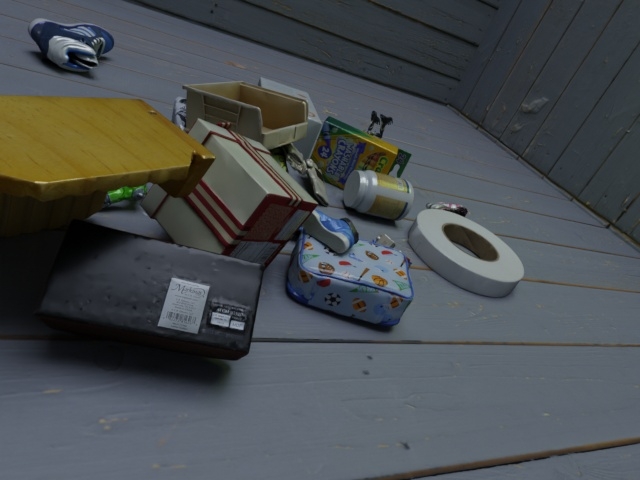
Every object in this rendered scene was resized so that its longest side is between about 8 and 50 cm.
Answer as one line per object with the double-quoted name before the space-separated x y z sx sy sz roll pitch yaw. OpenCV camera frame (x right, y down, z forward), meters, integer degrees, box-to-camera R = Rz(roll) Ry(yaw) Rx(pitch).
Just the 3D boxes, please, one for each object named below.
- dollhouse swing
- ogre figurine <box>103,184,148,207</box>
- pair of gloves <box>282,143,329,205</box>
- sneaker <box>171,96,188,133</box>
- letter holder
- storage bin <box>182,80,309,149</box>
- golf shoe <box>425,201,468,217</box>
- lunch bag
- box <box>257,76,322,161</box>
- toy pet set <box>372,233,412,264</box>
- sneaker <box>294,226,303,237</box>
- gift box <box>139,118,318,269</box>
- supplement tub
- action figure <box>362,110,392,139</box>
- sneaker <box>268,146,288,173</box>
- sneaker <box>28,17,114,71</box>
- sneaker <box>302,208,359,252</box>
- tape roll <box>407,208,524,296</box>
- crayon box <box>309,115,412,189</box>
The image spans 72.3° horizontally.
"dollhouse swing" -0.425 -0.058 0.718 0.315 0.305 0.347 37 32 23
"ogre figurine" -0.470 -0.148 1.040 0.118 0.097 0.197 3 23 -12
"pair of gloves" -0.049 -0.242 1.409 0.240 0.042 0.204 47 16 -36
"sneaker" -0.355 -0.337 1.368 0.210 0.137 0.366 8 31 -22
"letter holder" -0.276 0.108 0.751 0.301 0.214 0.152 15 63 -16
"storage bin" -0.200 -0.354 1.237 0.260 0.123 0.262 21 28 18
"golf shoe" 0.492 -0.121 1.696 0.186 0.067 0.086 2 36 -33
"lunch bag" 0.077 0.076 1.059 0.303 0.115 0.243 18 29 -9
"box" -0.147 -0.474 1.700 0.215 0.168 0.345 12 32 -20
"toy pet set" 0.193 0.037 1.273 0.122 0.065 0.114 45 1 26
"sneaker" 0.000 0.000 1.181 0.209 0.069 0.082 29 58 -4
"gift box" -0.195 -0.082 0.956 0.258 0.255 0.276 46 12 17
"supplement tub" 0.191 -0.152 1.457 0.199 0.144 0.144 12 33 -21
"action figure" 0.206 -0.403 1.844 0.164 0.276 0.141 18 -19 42
"sneaker" -0.169 -0.232 1.378 0.147 0.145 0.385 54 18 -18
"sneaker" -0.850 -0.685 1.599 0.236 0.130 0.323 44 30 13
"sneaker" 0.023 -0.035 1.036 0.152 0.058 0.084 37 36 21
"tape roll" 0.477 0.030 1.449 0.392 0.072 0.392 18 31 -11
"crayon box" 0.132 -0.274 1.547 0.322 0.203 0.083 24 31 0
